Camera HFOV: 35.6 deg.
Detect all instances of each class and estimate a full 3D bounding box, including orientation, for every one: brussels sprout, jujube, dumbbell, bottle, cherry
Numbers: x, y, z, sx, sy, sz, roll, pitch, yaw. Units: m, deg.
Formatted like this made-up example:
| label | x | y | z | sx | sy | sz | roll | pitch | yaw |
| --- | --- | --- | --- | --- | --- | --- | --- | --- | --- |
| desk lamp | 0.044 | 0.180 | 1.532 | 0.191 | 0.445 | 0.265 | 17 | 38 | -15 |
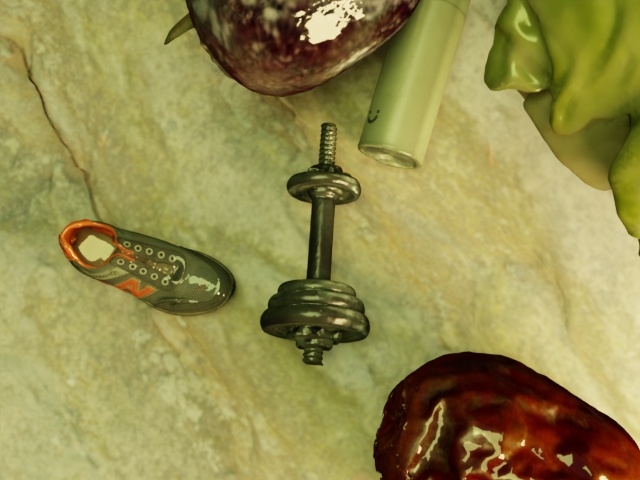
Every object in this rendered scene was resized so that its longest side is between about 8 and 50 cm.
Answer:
| label | x | y | z | sx | sy | sz | roll | pitch | yaw |
| --- | --- | --- | --- | --- | --- | --- | --- | --- | --- |
| brussels sprout | 0.352 | -0.217 | 0.861 | 0.361 | 0.342 | 0.425 | -35 | 88 | 33 |
| jujube | 0.172 | 0.205 | 0.926 | 0.243 | 0.183 | 0.183 | 23 | 83 | 1 |
| dumbbell | 0.000 | 0.000 | 1.015 | 0.110 | 0.110 | 0.254 | 2 | 75 | 7 |
| bottle | 0.100 | -0.180 | 1.046 | 0.072 | 0.072 | 0.201 | 15 | 82 | 9 |
| cherry | -0.034 | -0.274 | 1.001 | 0.296 | 0.218 | 0.255 | -24 | 52 | 3 |

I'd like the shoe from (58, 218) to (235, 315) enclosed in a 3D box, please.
| label | x | y | z | sx | sy | sz | roll | pitch | yaw |
| --- | --- | --- | --- | --- | --- | --- | --- | --- | --- |
| shoe | -0.186 | 0.027 | 1.041 | 0.194 | 0.077 | 0.074 | 19 | 82 | 10 |
